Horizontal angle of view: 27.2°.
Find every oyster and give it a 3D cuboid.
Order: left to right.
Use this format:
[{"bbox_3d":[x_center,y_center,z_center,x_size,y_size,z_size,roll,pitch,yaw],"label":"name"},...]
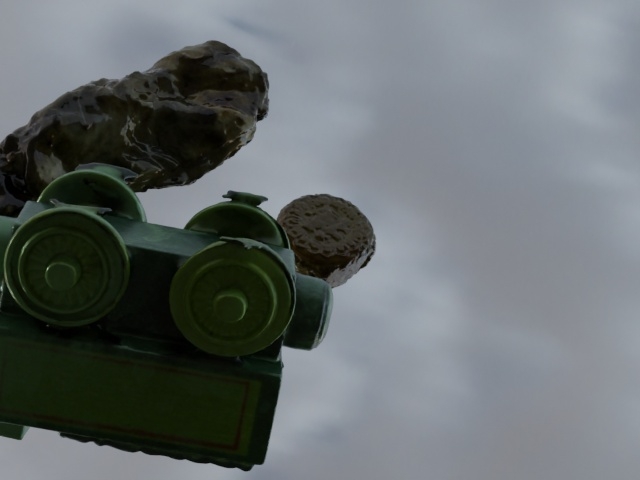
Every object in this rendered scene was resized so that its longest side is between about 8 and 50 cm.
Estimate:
[{"bbox_3d":[-0.191,-0.080,1.166,0.128,0.345,0.078,54,-22,15],"label":"oyster"}]

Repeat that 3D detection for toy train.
[{"bbox_3d":[-0.130,0.057,0.979,0.272,0.159,0.188,11,-74,-6],"label":"toy train"}]

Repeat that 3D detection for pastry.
[{"bbox_3d":[0.000,0.000,1.294,0.109,0.097,0.057,18,-40,0],"label":"pastry"}]
